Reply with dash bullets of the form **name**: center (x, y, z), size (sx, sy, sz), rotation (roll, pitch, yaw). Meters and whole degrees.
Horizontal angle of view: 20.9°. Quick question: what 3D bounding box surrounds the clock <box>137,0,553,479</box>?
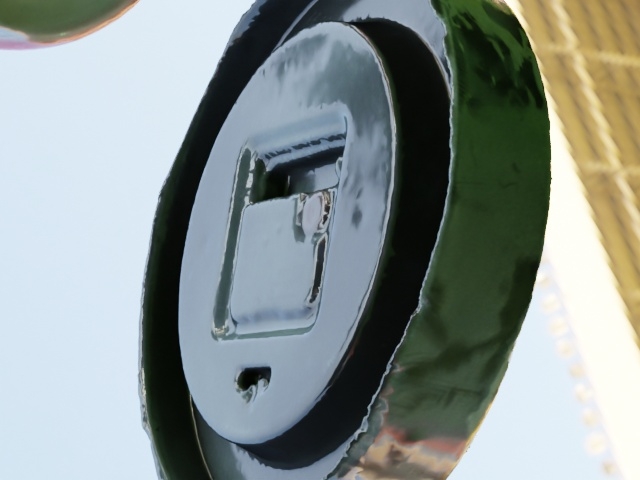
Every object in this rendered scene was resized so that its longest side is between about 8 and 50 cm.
- **clock**: center (0.000, 0.000, 0.904), size (0.067, 0.325, 0.325), rotation (15, -131, -28)

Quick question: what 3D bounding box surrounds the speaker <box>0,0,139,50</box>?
- **speaker**: center (-0.250, -0.304, 1.457), size (0.294, 0.294, 0.294), rotation (33, -142, -31)
